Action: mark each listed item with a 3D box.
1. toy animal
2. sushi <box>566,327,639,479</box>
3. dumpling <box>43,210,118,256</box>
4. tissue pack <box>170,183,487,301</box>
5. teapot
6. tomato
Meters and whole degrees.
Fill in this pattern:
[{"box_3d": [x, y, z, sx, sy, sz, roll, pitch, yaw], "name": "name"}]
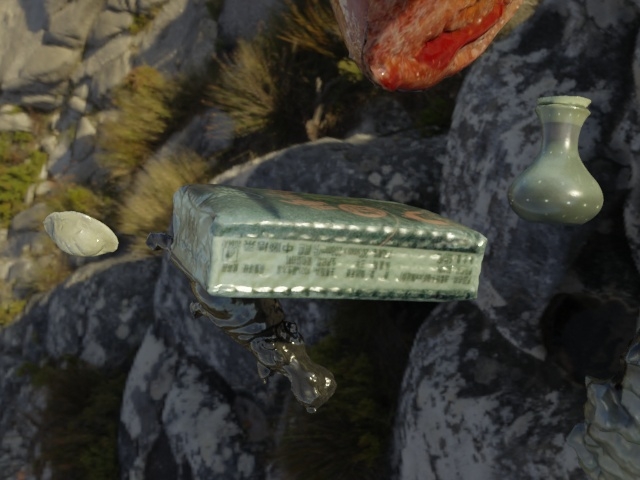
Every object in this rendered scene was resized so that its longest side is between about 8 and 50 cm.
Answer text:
[{"box_3d": [-0.109, 0.102, 1.085, 0.168, 0.106, 0.343, -2, 127, 54], "name": "toy animal"}, {"box_3d": [0.281, 0.101, 0.445, 0.196, 0.182, 0.343, 39, 157, 24], "name": "sushi"}, {"box_3d": [-0.264, -0.011, 0.808, 0.077, 0.043, 0.059, 35, 136, 8], "name": "dumpling"}, {"box_3d": [0.000, 0.000, 0.866, 0.228, 0.316, 0.103, -153, 68, -68], "name": "tissue pack"}, {"box_3d": [0.475, -0.158, 1.479, 0.184, 0.184, 0.250, 6, 91, 49], "name": "teapot"}, {"box_3d": [0.104, -0.309, 0.789, 0.170, 0.309, 0.309, 45, 118, 27], "name": "tomato"}]
